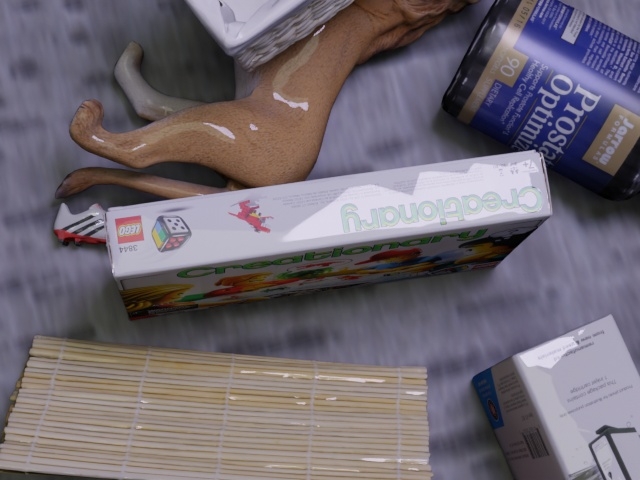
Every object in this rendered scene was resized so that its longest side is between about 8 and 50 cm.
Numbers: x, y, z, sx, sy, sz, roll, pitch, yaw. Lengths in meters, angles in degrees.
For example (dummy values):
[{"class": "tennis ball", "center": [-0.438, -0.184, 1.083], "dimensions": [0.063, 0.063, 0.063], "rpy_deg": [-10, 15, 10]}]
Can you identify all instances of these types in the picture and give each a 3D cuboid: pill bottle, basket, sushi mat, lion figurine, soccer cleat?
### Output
[{"class": "pill bottle", "center": [0.218, -0.107, 1.099], "dimensions": [0.219, 0.123, 0.122], "rpy_deg": [28, 78, 2]}, {"class": "basket", "center": [-0.025, -0.210, 0.978], "dimensions": [0.167, 0.103, 0.113], "rpy_deg": [-37, 80, -1]}, {"class": "sushi mat", "center": [-0.074, 0.131, 1.031], "dimensions": [0.317, 0.019, 0.151], "rpy_deg": [5, 36, -4]}, {"class": "lion figurine", "center": [-0.022, -0.152, 1.100], "dimensions": [0.240, 0.142, 0.392], "rpy_deg": [30, 92, -6]}, {"class": "soccer cleat", "center": [-0.170, -0.011, 1.096], "dimensions": [0.083, 0.029, 0.035], "rpy_deg": [5, 82, 1]}]

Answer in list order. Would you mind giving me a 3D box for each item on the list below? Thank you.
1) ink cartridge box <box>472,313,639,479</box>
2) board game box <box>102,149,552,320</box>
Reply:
[{"class": "ink cartridge box", "center": [0.202, 0.172, 1.026], "dimensions": [0.086, 0.148, 0.203], "rpy_deg": [-22, 82, -11]}, {"class": "board game box", "center": [0.000, 0.000, 1.023], "dimensions": [0.305, 0.193, 0.053], "rpy_deg": [-8, 79, -6]}]
